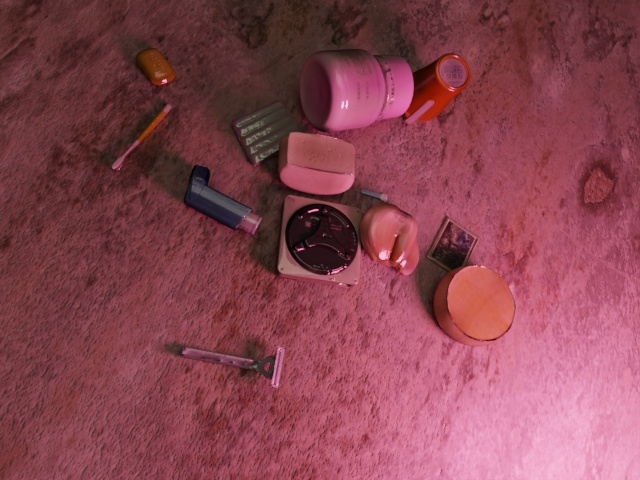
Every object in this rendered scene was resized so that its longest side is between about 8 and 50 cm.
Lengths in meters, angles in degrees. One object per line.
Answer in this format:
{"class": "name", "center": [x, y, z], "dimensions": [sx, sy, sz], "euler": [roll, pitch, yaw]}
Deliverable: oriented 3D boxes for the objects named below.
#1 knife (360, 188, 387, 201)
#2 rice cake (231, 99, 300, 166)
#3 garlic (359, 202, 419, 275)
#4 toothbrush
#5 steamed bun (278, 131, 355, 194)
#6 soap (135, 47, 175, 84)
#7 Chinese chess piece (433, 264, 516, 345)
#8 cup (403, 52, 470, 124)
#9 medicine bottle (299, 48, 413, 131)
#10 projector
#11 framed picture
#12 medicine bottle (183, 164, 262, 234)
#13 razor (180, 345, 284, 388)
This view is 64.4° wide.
{"class": "knife", "center": [0.180, -0.153, 1.709], "dimensions": [0.096, 0.010, 0.027], "euler": [17, 68, -6]}
{"class": "rice cake", "center": [-0.176, -0.357, 1.670], "dimensions": [0.198, 0.037, 0.189], "euler": [-25, 80, -21]}
{"class": "garlic", "center": [0.230, -0.026, 1.611], "dimensions": [0.217, 0.110, 0.228], "euler": [21, 61, -21]}
{"class": "toothbrush", "center": [-0.549, -0.320, 1.566], "dimensions": [0.021, 0.024, 0.288], "euler": [33, 64, -5]}
{"class": "steamed bun", "center": [-0.017, -0.236, 1.601], "dimensions": [0.241, 0.164, 0.147], "euler": [8, 67, -11]}
{"class": "soap", "center": [-0.534, -0.565, 1.643], "dimensions": [0.089, 0.045, 0.140], "euler": [-33, 82, -27]}
{"class": "Chinese chess piece", "center": [0.485, 0.204, 1.607], "dimensions": [0.257, 0.104, 0.257], "euler": [4, 73, -15]}
{"class": "cup", "center": [0.387, -0.519, 1.771], "dimensions": [0.182, 0.264, 0.226], "euler": [34, 77, -10]}
{"class": "medicine bottle", "center": [0.119, -0.501, 1.685], "dimensions": [0.324, 0.256, 0.256], "euler": [-15, 75, -28]}
{"class": "projector", "center": [0.000, 0.000, 1.566], "dimensions": [0.257, 0.079, 0.259], "euler": [9, 68, -14]}
{"class": "framed picture", "center": [0.452, 0.022, 1.719], "dimensions": [0.142, 0.011, 0.183], "euler": [34, 66, -2]}
{"class": "medicine bottle", "center": [-0.295, -0.116, 1.529], "dimensions": [0.258, 0.079, 0.124], "euler": [30, 66, -4]}
{"class": "razor", "center": [-0.245, 0.331, 1.404], "dimensions": [0.277, 0.056, 0.111], "euler": [11, 67, -4]}
